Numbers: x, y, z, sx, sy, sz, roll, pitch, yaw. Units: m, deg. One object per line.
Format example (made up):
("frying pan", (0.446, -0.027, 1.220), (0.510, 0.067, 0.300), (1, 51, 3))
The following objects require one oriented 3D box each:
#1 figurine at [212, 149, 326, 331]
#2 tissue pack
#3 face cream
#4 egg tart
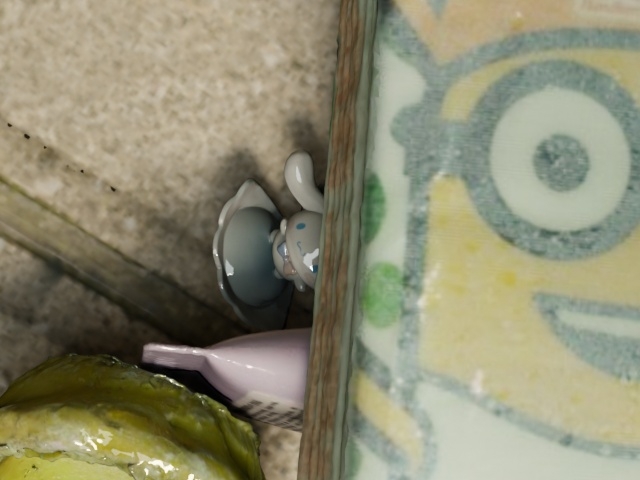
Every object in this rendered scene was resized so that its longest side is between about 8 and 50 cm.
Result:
("figurine", (0.000, 0.000, 0.778), (0.086, 0.082, 0.094), (-7, 95, 28))
("tissue pack", (0.119, -0.006, 0.681), (0.228, 0.128, 0.311), (6, 80, -11))
("face cream", (0.044, 0.077, 0.783), (0.273, 0.154, 0.096), (6, 81, -7))
("egg tart", (-0.094, 0.117, 0.784), (0.197, 0.197, 0.078), (21, 66, -5))
